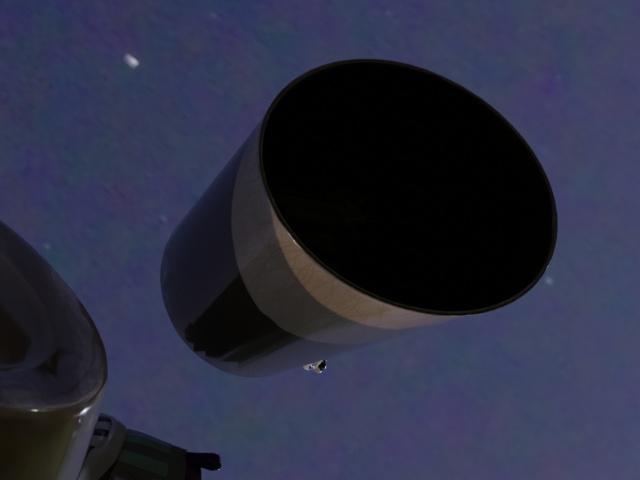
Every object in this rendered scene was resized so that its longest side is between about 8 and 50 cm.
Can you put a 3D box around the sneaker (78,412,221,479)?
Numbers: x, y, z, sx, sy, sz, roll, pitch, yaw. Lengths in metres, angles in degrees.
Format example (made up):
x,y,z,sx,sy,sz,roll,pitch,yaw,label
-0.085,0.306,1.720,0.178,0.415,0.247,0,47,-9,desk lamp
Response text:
x,y,z,sx,sy,sz,roll,pitch,yaw,label
-0.134,0.214,1.189,0.098,0.083,0.223,16,-54,-7,sneaker

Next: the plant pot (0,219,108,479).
x,y,z,sx,sy,sz,roll,pitch,yaw,label
-0.236,0.113,0.745,0.323,0.323,0.280,21,-69,-44,plant pot

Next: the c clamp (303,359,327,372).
x,y,z,sx,sy,sz,roll,pitch,yaw,label
0.044,0.091,1.841,0.161,0.022,0.137,-30,-6,-24,c clamp

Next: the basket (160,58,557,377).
x,y,z,sx,sy,sz,roll,pitch,yaw,label
0.000,0.000,1.168,0.204,0.227,0.154,15,-114,-26,basket
